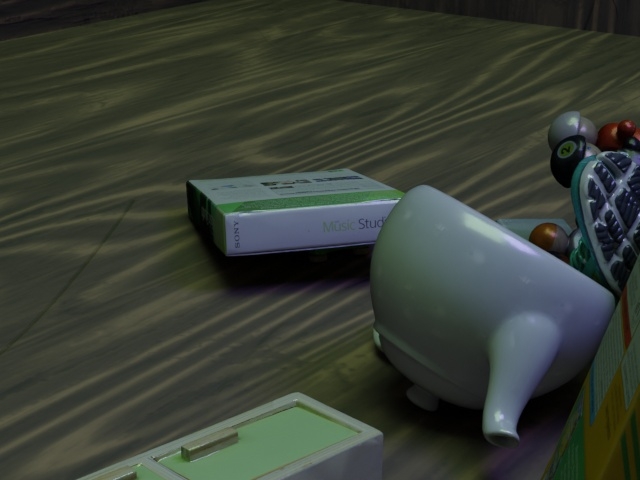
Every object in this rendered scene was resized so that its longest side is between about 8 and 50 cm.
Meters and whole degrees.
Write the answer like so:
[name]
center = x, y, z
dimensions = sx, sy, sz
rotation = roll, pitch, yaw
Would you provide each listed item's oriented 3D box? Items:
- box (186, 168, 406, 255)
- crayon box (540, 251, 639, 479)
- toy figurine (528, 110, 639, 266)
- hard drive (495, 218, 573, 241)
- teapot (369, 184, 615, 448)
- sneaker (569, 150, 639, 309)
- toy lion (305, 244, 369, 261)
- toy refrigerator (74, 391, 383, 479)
[box]
center = -0.034, -0.041, 1.671
dimensions = 0.232, 0.058, 0.322
rotation = -5, 9, -12
[crayon box]
center = 0.237, 0.124, 0.936
dimensions = 0.083, 0.322, 0.203
rotation = 20, 22, 4
[toy figurine]
center = 0.316, -0.033, 1.515
dimensions = 0.148, 0.209, 0.213
rotation = 14, 20, 2
[hard drive]
center = 0.284, 0.003, 1.696
dimensions = 0.094, 0.022, 0.135
rotation = 0, 19, -4
[teapot]
center = 0.139, 0.075, 1.257
dimensions = 0.253, 0.187, 0.256
rotation = 32, 4, 23
[sneaker]
center = 0.294, 0.024, 1.317
dimensions = 0.110, 0.275, 0.107
rotation = 17, 57, 43
[toy lion]
center = 0.000, 0.000, 1.680
dimensions = 0.100, 0.034, 0.096
rotation = -9, 14, -28
[toy refrigerator]
center = -0.081, 0.202, 0.990
dimensions = 0.270, 0.094, 0.102
rotation = -17, 27, -41
